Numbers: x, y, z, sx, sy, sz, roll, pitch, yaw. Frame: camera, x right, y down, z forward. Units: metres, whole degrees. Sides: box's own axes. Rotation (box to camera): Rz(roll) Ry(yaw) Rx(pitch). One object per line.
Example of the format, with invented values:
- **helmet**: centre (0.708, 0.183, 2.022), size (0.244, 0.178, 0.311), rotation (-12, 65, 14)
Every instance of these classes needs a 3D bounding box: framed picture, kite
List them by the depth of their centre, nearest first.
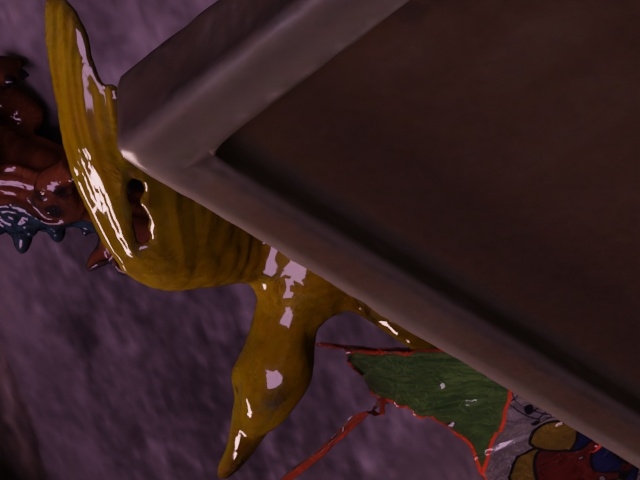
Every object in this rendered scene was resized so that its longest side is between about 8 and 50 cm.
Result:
- **framed picture**: centre (0.222, -0.056, 0.336), size (0.326, 0.028, 0.446), rotation (32, 132, -32)
- **kite**: centre (0.042, 0.095, 0.587), size (0.244, 0.006, 0.198), rotation (-34, 129, 21)

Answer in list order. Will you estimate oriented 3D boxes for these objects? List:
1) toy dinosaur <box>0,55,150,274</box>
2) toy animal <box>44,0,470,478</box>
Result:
- **toy dinosaur**: centre (-0.110, -0.029, 0.626), size (0.154, 0.049, 0.055), rotation (25, 131, 6)
- **toy animal**: centre (0.000, 0.000, 0.561), size (0.219, 0.095, 0.155), rotation (14, 131, -19)
